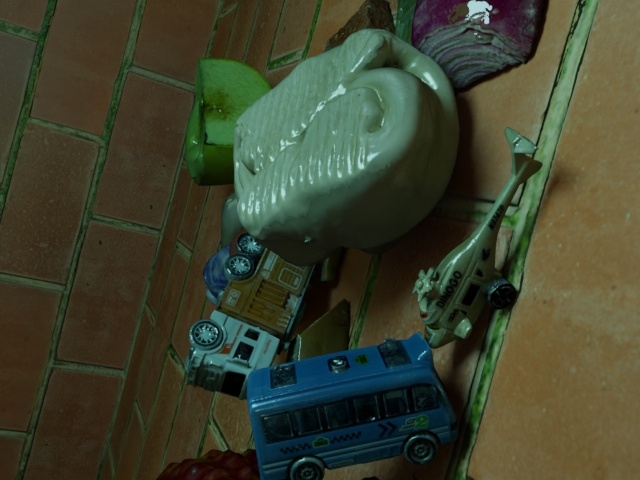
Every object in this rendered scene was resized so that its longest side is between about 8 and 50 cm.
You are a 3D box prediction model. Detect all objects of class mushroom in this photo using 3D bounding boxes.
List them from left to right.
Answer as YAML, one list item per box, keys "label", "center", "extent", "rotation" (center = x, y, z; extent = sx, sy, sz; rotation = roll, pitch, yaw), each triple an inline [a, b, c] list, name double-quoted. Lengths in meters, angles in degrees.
- label: "mushroom"
  center: [-0.226, -0.047, 1.765]
  extent: [0.116, 0.093, 0.225]
  rotation: [-95, 17, -68]

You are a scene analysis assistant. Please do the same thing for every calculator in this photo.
- label: "calculator"
  center: [0.000, 0.000, 1.294]
  extent: [0.236, 0.033, 0.157]
  rotation: [-149, 74, -68]

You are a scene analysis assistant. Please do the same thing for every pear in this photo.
- label: "pear"
  center: [-0.248, -0.282, 1.781]
  extent: [0.318, 0.239, 0.342]
  rotation: [115, 151, -53]

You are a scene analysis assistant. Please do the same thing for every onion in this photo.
- label: "onion"
  center: [0.205, -0.353, 0.940]
  extent: [0.250, 0.111, 0.247]
  rotation: [168, 112, -66]

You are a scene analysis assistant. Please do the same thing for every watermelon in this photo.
- label: "watermelon"
  center: [0.075, -0.365, 1.252]
  extent: [0.193, 0.140, 0.256]
  rotation: [-30, 42, 49]

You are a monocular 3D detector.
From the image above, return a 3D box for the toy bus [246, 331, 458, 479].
- label: "toy bus"
  center: [0.036, 0.205, 0.800]
  extent: [0.113, 0.247, 0.134]
  rotation: [-109, 8, -75]

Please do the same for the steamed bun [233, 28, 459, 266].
- label: "steamed bun"
  center: [0.043, -0.114, 0.985]
  extent: [0.368, 0.255, 0.342]
  rotation: [-22, 48, 33]

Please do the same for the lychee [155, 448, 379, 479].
- label: "lychee"
  center: [-0.098, 0.466, 0.813]
  extent: [0.500, 0.424, 0.425]
  rotation: [-42, 3, -35]

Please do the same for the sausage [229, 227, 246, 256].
- label: "sausage"
  center: [-0.118, 0.071, 1.369]
  extent: [0.148, 0.148, 0.254]
  rotation: [-55, 39, 40]

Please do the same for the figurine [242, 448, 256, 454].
- label: "figurine"
  center: [-0.084, 0.417, 1.134]
  extent: [0.094, 0.147, 0.197]
  rotation: [-37, 9, 24]

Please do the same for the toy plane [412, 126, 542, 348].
- label: "toy plane"
  center: [0.187, 0.011, 0.776]
  extent: [0.286, 0.108, 0.092]
  rotation: [-64, 26, 20]

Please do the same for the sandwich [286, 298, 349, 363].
- label: "sandwich"
  center: [-0.011, 0.226, 1.120]
  extent: [0.094, 0.096, 0.257]
  rotation: [137, 143, -60]

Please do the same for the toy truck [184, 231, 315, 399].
- label: "toy truck"
  center: [-0.117, 0.131, 1.152]
  extent: [0.136, 0.162, 0.305]
  rotation: [111, -179, -51]

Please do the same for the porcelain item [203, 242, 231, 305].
- label: "porcelain item"
  center: [-0.187, 0.054, 1.561]
  extent: [0.259, 0.141, 0.141]
  rotation: [-51, 33, 26]

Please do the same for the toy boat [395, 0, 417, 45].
- label: "toy boat"
  center: [0.160, -0.383, 1.120]
  extent: [0.093, 0.055, 0.292]
  rotation: [-28, 53, 61]
